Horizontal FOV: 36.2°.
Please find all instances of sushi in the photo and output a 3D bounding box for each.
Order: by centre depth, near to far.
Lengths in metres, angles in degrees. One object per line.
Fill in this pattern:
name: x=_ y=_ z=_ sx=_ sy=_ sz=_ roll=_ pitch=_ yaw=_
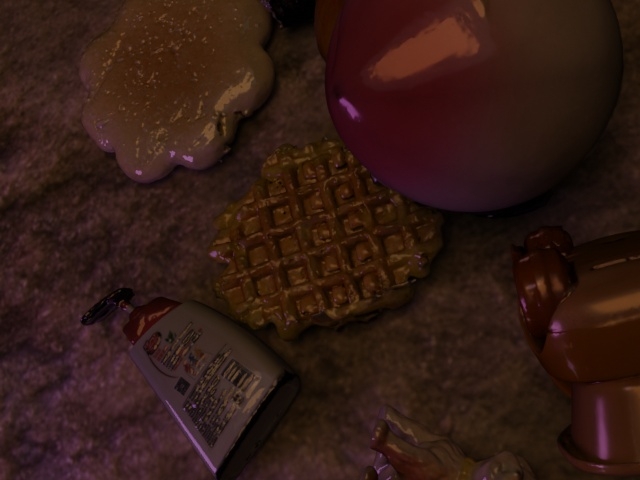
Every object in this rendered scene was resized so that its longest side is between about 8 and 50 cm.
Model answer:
sushi: x=-0.047 y=-0.356 z=1.282 sx=0.078 sy=0.090 sz=0.151 roll=-18 pitch=70 yaw=16

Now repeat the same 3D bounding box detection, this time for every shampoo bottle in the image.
shampoo bottle: x=-0.165 y=0.141 z=1.165 sx=0.284 sy=0.071 sz=0.153 roll=35 pitch=87 yaw=29

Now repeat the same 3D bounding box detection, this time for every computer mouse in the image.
computer mouse: x=0.199 y=-0.060 z=1.111 sx=0.134 sy=0.047 sz=0.079 roll=0 pitch=60 yaw=14

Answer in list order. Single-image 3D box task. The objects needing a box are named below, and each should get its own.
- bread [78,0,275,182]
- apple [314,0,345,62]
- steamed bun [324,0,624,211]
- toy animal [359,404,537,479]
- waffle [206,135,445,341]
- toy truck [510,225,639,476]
bread: x=-0.198 y=-0.230 z=1.315 sx=0.315 sy=0.054 sz=0.316 roll=-7 pitch=69 yaw=20
apple: x=0.118 y=-0.341 z=1.181 sx=0.346 sy=0.179 sz=0.254 roll=-49 pitch=25 yaw=-2
steamed bun: x=0.124 y=-0.168 z=0.966 sx=0.309 sy=0.309 sz=0.310 roll=-7 pitch=70 yaw=18
toy animal: x=0.128 y=0.281 z=1.009 sx=0.185 sy=0.104 sz=0.184 roll=13 pitch=105 yaw=7
waffle: x=0.001 y=0.001 z=1.157 sx=0.280 sy=0.060 sz=0.262 roll=28 pitch=85 yaw=27
toy truck: x=0.294 y=0.080 z=0.916 sx=0.204 sy=0.288 sz=0.212 roll=-15 pitch=92 yaw=14
